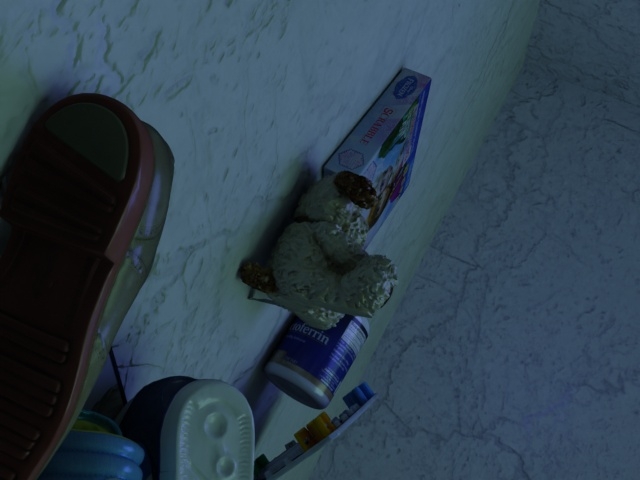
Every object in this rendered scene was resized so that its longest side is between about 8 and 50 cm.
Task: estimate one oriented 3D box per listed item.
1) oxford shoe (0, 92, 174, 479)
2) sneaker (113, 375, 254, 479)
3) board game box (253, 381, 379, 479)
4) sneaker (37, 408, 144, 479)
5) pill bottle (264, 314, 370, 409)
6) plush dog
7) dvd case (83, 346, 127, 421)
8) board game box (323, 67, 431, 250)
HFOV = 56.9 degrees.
[{"bbox_3d":[-0.199,0.066,0.467,0.348,0.123,0.130,-63,169,1],"label":"oxford shoe"},{"bbox_3d":[-0.171,0.309,0.629,0.236,0.130,0.322,-24,-124,51],"label":"sneaker"},{"bbox_3d":[-0.079,0.444,1.223,0.390,0.050,0.390,-38,167,11],"label":"board game box"},{"bbox_3d":[-0.255,0.277,0.537,0.319,0.208,0.127,-36,134,28],"label":"sneaker"},{"bbox_3d":[0.011,0.205,1.244,0.264,0.153,0.153,-56,162,-25],"label":"pill bottle"},{"bbox_3d":[0.000,0.000,0.942,0.262,0.211,0.225,-35,-145,64],"label":"plush dog"},{"bbox_3d":[-0.277,0.219,0.624,0.180,0.022,0.253,-50,158,-39],"label":"dvd case"},{"bbox_3d":[0.107,-0.127,1.193,0.318,0.066,0.318,-54,161,-30],"label":"board game box"}]
